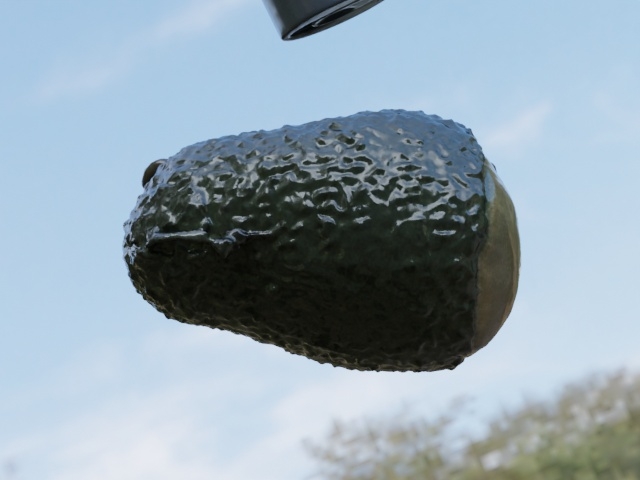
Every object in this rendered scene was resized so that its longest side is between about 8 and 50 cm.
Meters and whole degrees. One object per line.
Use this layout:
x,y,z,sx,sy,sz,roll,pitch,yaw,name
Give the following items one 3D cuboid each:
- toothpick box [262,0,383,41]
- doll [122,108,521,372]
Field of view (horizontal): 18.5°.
-0.015,-0.237,1.456,0.101,0.153,0.101,-24,-3,-1,toothpick box
0.000,0.000,1.750,0.350,0.247,0.247,0,-19,-5,doll
